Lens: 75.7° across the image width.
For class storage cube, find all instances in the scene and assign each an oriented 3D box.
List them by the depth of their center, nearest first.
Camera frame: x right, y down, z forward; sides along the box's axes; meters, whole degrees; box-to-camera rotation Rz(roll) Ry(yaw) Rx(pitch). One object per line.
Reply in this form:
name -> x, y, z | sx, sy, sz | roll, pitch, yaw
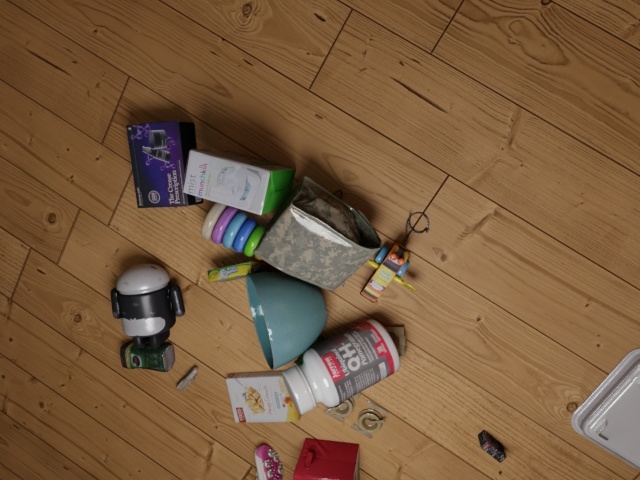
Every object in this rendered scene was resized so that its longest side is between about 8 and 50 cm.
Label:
storage cube -> 0.026, 0.803, 1.365 | 0.194, 0.183, 0.214 | 1, 101, 11

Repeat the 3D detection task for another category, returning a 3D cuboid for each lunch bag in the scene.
lunch bag -> 0.000, 0.000, 1.165 | 0.287, 0.168, 0.235 | 33, 130, -11

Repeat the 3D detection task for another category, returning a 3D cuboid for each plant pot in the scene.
plant pot -> -0.093, 0.220, 1.251 | 0.196, 0.290, 0.289 | -14, 99, -17

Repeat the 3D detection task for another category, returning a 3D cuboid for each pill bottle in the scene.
pill bottle -> 0.057, 0.373, 1.209 | 0.319, 0.176, 0.176 | -23, 97, -18

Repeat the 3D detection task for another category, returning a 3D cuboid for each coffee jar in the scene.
coffee jar -> -0.623, 0.415, 1.478 | 0.185, 0.079, 0.096 | 2, 104, 11

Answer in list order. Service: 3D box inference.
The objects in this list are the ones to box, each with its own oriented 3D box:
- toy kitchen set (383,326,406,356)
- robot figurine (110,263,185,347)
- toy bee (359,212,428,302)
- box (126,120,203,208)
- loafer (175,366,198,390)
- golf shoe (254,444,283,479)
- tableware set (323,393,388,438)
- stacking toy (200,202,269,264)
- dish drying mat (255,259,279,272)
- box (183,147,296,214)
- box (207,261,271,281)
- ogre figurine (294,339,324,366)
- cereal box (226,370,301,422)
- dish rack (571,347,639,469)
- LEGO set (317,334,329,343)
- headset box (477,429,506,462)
toy kitchen set -> 0.229, 0.324, 1.292 | 0.075, 0.083, 0.068 | -3, 142, 13
robot figurine -> -0.582, 0.215, 1.386 | 0.209, 0.174, 0.277 | -11, 102, -30
toy bee -> 0.196, 0.062, 1.197 | 0.196, 0.162, 0.297 | 12, 103, 11
box -> -0.493, -0.239, 1.312 | 0.185, 0.103, 0.260 | -1, 101, 15
loafer -> -0.473, 0.501, 1.487 | 0.039, 0.045, 0.125 | 39, 113, -15
golf shoe -> -0.194, 0.878, 1.466 | 0.140, 0.115, 0.305 | -16, 96, 18
tableware set -> 0.117, 0.583, 1.377 | 0.194, 0.039, 0.128 | 28, 105, 5
stacking toy -> -0.196, 0.001, 1.290 | 0.331, 0.141, 0.141 | 26, 105, 0
dish drying mat -> -0.174, 0.082, 1.355 | 0.083, 0.008, 0.032 | 38, 107, 3
box -> -0.220, -0.178, 1.183 | 0.232, 0.262, 0.126 | 15, 104, 8
box -> -0.257, 0.099, 1.318 | 0.180, 0.105, 0.043 | -10, 82, 17
ogre figurine -> -0.001, 0.406, 1.335 | 0.118, 0.096, 0.197 | -41, 118, 13
cereal box -> -0.197, 0.544, 1.431 | 0.241, 0.047, 0.172 | -8, 99, 13
dish rack -> 0.940, 0.502, 1.177 | 0.286, 0.072, 0.332 | 32, 104, 5
LEGO set -> -0.008, 0.335, 1.362 | 0.054, 0.023, 0.083 | 43, 106, 1
headset box -> 0.534, 0.642, 1.291 | 0.083, 0.062, 0.032 | 39, 105, 3
